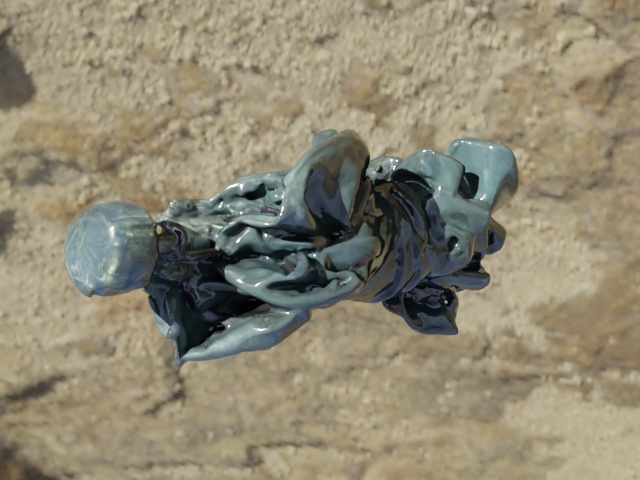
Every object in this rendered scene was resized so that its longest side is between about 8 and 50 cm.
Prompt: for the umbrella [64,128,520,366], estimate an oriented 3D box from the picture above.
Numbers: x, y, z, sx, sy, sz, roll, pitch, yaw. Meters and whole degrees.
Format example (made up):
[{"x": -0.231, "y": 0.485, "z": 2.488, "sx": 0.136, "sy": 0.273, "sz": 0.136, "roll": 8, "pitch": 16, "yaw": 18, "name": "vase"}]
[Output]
[{"x": 0.001, "y": 0.003, "z": 0.770, "sx": 0.094, "sy": 0.143, "sz": 0.349, "roll": 12, "pitch": -171, "yaw": 38, "name": "umbrella"}]
